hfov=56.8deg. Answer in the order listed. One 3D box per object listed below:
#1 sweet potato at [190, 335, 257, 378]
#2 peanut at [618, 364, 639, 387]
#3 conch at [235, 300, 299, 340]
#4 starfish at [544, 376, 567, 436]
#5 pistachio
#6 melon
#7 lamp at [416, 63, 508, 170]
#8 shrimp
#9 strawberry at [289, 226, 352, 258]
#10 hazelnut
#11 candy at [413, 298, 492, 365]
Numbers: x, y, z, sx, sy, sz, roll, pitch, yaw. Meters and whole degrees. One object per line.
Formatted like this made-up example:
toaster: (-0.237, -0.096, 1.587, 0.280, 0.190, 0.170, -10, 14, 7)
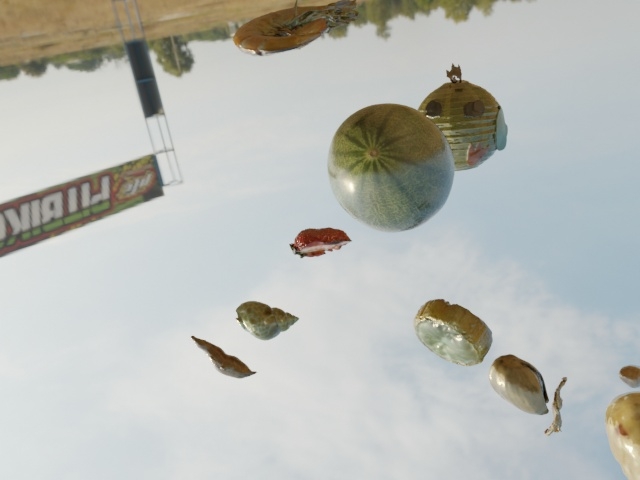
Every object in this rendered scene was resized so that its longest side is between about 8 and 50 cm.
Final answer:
sweet potato: (-0.297, 0.357, 1.760, 0.226, 0.068, 0.068, 33, -159, -8)
peanut: (1.019, 0.442, 1.930, 0.152, 0.076, 0.076, 7, -174, -43)
conch: (-0.173, 0.243, 1.804, 0.106, 0.173, 0.116, -47, -173, 32)
starfish: (0.779, 0.545, 1.934, 0.053, 0.210, 0.150, 12, -173, 19)
pistachio: (0.646, 0.467, 1.907, 0.153, 0.237, 0.138, -48, -176, 43)
melon: (0.132, -0.135, 1.125, 0.237, 0.238, 0.301, -2, 173, 20)
lamp: (0.370, -0.329, 1.585, 0.250, 0.285, 0.250, -4, -167, 1)
shrimp: (-0.039, -0.386, 1.072, 0.248, 0.068, 0.150, -27, -134, -18)
strawberry: (0.000, 0.000, 1.747, 0.186, 0.082, 0.146, -10, 174, 10)
hazelnut: (0.832, 0.478, 1.456, 0.261, 0.261, 0.241, -38, 172, -50)
candy: (0.423, 0.296, 1.912, 0.259, 0.260, 0.118, 11, -130, 43)
